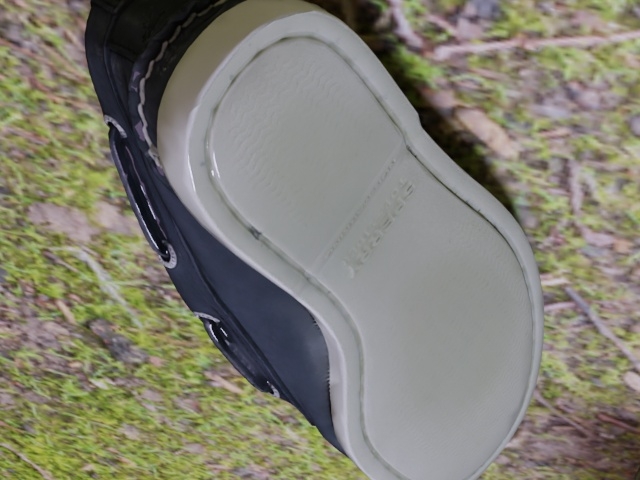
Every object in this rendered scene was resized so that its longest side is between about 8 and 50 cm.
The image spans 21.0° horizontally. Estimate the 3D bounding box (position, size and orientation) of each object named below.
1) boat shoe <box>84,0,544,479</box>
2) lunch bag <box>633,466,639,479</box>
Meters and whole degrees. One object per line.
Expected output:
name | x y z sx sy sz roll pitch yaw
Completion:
boat shoe | -0.003 0.003 0.746 0.113 0.127 0.340 32 171 37
lunch bag | 0.264 0.287 0.933 0.213 0.256 0.305 6 149 17
